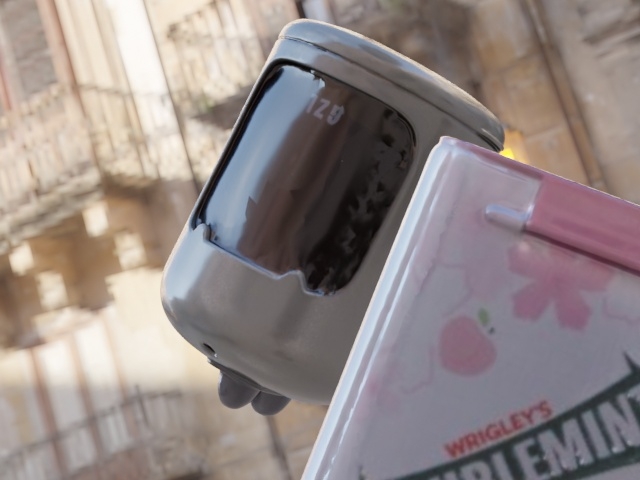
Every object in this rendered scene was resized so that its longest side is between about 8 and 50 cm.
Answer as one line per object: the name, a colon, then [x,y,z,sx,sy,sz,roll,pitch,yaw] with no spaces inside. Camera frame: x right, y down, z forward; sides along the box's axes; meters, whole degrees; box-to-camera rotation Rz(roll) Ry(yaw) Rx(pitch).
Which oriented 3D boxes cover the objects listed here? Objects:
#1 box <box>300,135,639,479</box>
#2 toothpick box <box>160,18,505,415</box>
box: [0.077,0.156,0.743,0.190,0.370,0.112,23,2,17]
toothpick box: [0.000,0.000,1.343,0.316,0.229,0.229,-63,-21,0]
